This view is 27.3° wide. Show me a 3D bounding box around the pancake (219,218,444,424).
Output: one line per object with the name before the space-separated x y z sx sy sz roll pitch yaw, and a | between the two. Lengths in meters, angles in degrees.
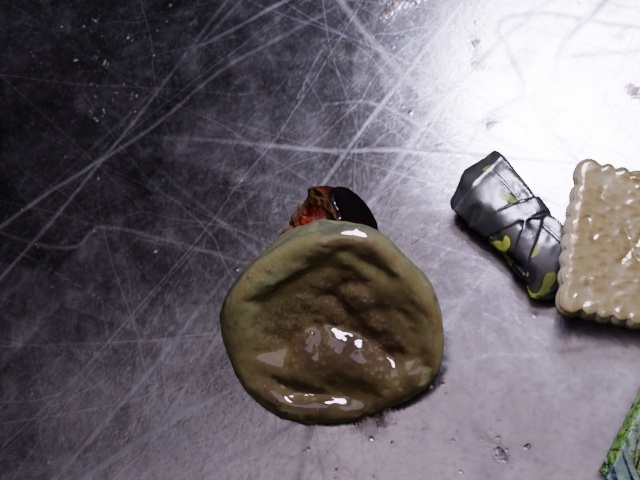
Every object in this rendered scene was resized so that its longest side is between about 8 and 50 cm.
pancake | 0.009 0.111 1.693 0.294 0.049 0.294 2 108 8

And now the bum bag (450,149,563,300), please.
bum bag | 0.268 -0.011 1.735 0.107 0.060 0.232 -39 73 -5

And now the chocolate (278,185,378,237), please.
chocolate | 0.000 0.000 1.744 0.133 0.124 0.127 -27 114 30

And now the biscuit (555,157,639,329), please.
biscuit | 0.466 0.024 1.682 0.325 0.044 0.217 10 79 1

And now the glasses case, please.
glasses case | 0.447 0.188 1.614 0.095 0.062 0.272 25 93 0
